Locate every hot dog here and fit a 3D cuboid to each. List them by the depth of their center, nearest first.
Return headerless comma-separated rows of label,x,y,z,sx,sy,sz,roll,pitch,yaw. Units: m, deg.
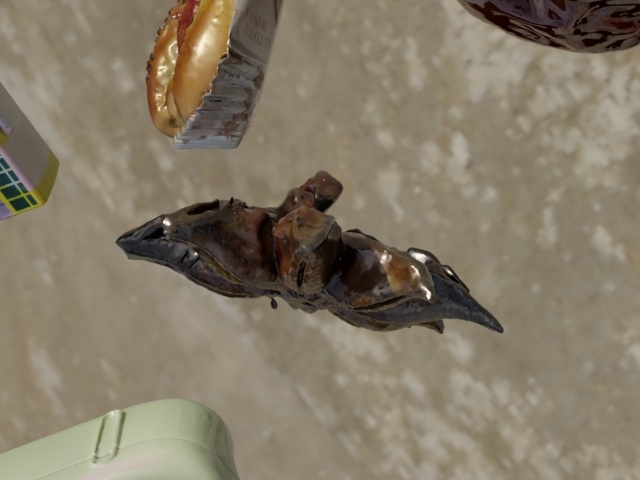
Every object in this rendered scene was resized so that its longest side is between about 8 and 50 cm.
hot dog,-0.040,-0.134,0.855,0.059,0.191,0.108,16,166,-8

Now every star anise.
star anise,0.000,0.000,1.201,0.272,0.102,0.272,13,172,2

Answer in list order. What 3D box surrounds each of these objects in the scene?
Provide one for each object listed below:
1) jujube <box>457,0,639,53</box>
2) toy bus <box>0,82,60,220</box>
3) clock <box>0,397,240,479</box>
jujube,0.162,-0.219,0.947,0.213,0.232,0.213,34,142,31
toy bus,-0.212,-0.064,1.097,0.058,0.052,0.102,-17,127,21
clock,-0.138,0.288,1.253,0.108,0.265,0.324,-92,-20,-65
